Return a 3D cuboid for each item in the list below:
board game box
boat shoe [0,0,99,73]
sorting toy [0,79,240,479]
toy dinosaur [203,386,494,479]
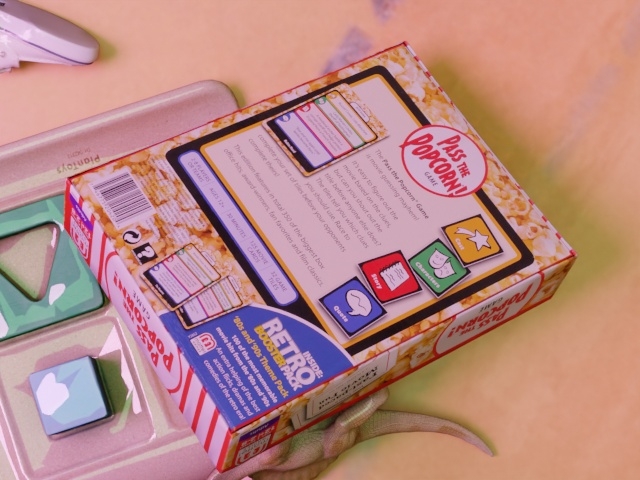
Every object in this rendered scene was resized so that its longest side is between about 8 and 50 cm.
[{"bbox_3d":[0.000,0.000,0.651,0.193,0.045,0.147,-24,66,-25],"label":"board game box"},{"bbox_3d":[-0.163,-0.103,0.707,0.100,0.035,0.035,18,113,-8],"label":"boat shoe"},{"bbox_3d":[-0.098,0.034,0.695,0.347,0.047,0.196,-19,89,-6],"label":"sorting toy"},{"bbox_3d":[0.002,0.090,0.684,0.183,0.093,0.053,-14,45,-23],"label":"toy dinosaur"}]
